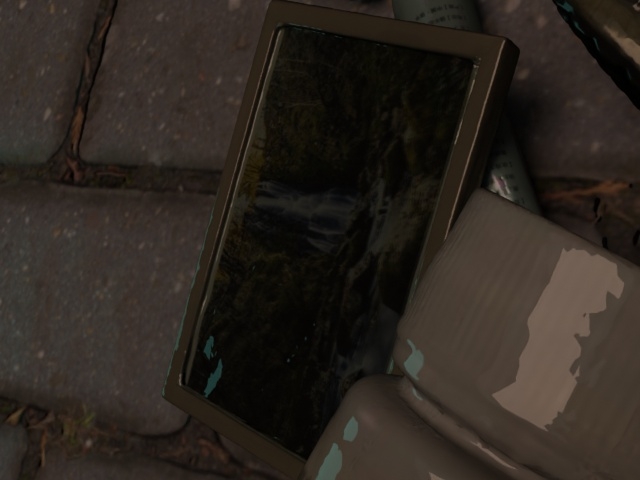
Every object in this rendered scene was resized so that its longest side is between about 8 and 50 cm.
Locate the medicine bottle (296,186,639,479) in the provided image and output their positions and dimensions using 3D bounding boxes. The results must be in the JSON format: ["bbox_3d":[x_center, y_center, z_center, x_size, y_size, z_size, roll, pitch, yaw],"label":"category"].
[{"bbox_3d":[0.077,0.177,0.593,0.211,0.211,0.372,32,95,41],"label":"medicine bottle"}]

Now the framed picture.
[{"bbox_3d":[0.000,0.000,0.799,0.240,0.020,0.324,23,99,45],"label":"framed picture"}]

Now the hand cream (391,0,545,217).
[{"bbox_3d":[0.097,-0.070,0.761,0.085,0.058,0.331,-22,61,23],"label":"hand cream"}]

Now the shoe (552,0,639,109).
[{"bbox_3d":[0.256,-0.112,0.609,0.171,0.132,0.336,-44,54,13],"label":"shoe"}]
